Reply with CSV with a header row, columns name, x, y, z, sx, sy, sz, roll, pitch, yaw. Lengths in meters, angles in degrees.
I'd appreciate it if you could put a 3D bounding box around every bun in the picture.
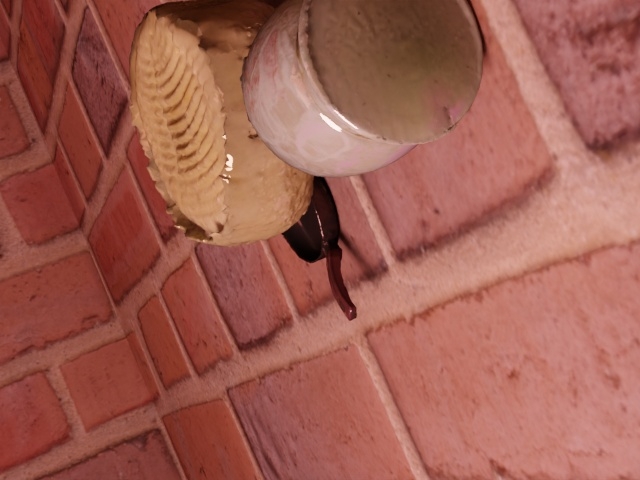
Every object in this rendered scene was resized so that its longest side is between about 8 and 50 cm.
name,x,y,z,sx,sy,sz,roll,pitch,yaw
bun,-0.082,-0.120,1.018,0.259,0.152,0.259,40,139,46

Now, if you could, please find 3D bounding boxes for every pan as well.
name,x,y,z,sx,sy,sz,roll,pitch,yaw
pan,0.003,-0.001,1.078,0.115,0.040,0.212,93,155,-45

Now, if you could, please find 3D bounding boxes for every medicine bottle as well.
name,x,y,z,sx,sy,sz,roll,pitch,yaw
medicine bottle,0.028,-0.126,0.765,0.143,0.147,0.147,-20,92,65
